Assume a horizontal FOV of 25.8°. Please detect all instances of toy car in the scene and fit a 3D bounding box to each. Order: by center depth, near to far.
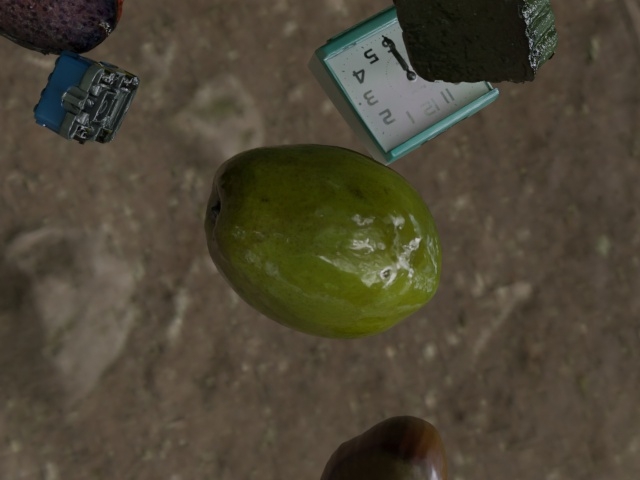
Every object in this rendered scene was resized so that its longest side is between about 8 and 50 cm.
[{"bbox_3d":[-0.298,-0.181,1.729,0.100,0.097,0.191,28,7,8],"label":"toy car"}]

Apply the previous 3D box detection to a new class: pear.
[{"bbox_3d":[0.000,0.000,1.776,0.307,0.253,0.253,12,51,-22],"label":"pear"}]

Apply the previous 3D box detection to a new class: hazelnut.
[{"bbox_3d":[0.099,0.349,1.958,0.186,0.210,0.210,51,10,29],"label":"hazelnut"}]

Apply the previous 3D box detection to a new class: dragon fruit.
[{"bbox_3d":[-0.331,-0.355,1.728,0.224,0.218,0.148,49,43,-34],"label":"dragon fruit"}]

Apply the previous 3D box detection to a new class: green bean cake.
[{"bbox_3d":[0.186,-0.284,1.676,0.094,0.181,0.173,-46,131,-41],"label":"green bean cake"}]

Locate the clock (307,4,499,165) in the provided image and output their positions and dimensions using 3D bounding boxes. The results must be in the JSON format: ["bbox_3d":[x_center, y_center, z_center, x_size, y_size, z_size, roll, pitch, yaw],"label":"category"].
[{"bbox_3d":[0.134,-0.270,2.376,0.262,0.116,0.231,-32,87,-28],"label":"clock"}]
